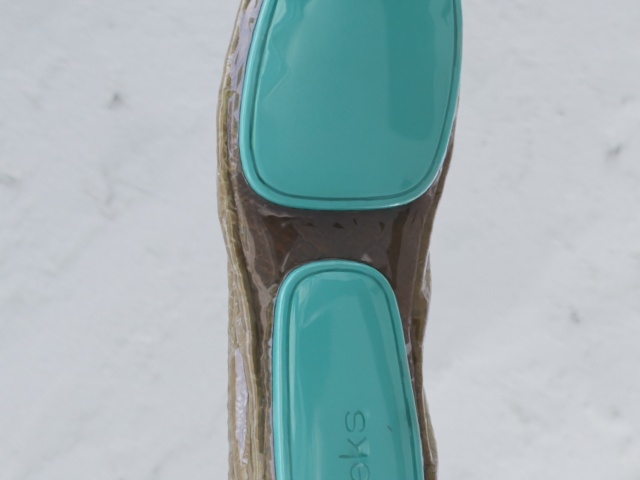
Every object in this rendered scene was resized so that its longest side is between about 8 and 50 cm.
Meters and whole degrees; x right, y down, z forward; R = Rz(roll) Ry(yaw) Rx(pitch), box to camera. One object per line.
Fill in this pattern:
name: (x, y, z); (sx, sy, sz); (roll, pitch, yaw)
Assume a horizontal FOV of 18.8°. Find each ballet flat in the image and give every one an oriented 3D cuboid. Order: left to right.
ballet flat: (0.000, 0.000, 0.888); (0.116, 0.124, 0.342); (1, -97, -19)
